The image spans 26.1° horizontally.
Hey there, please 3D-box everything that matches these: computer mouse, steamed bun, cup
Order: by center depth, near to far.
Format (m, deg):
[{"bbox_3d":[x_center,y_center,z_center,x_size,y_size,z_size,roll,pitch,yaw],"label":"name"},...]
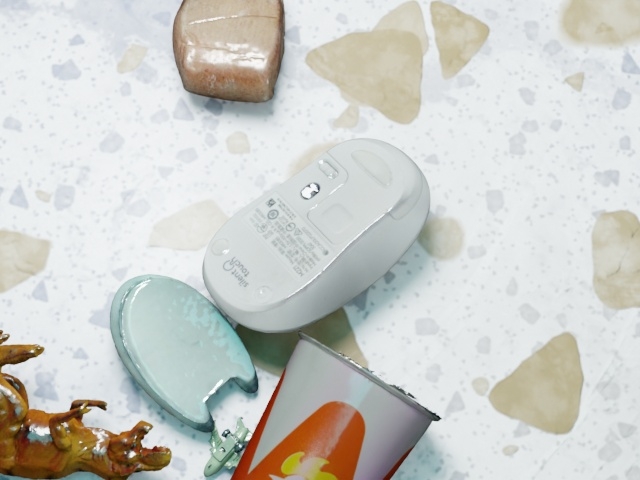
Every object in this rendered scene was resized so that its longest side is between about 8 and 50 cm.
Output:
[{"bbox_3d":[-0.015,0.276,1.603,0.203,0.203,0.288,32,85,6],"label":"cup"},{"bbox_3d":[0.000,0.000,1.691,0.297,0.121,0.184,-43,56,-9],"label":"computer mouse"},{"bbox_3d":[-0.116,-0.255,1.765,0.145,0.106,0.175,4,62,4],"label":"steamed bun"}]

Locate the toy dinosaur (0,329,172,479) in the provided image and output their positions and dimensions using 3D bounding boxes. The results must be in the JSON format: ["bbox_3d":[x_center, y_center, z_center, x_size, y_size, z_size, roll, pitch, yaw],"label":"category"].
[{"bbox_3d":[-0.393,0.214,1.646,0.432,0.097,0.208,-6,92,6],"label":"toy dinosaur"}]

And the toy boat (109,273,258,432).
[{"bbox_3d":[-0.174,0.132,1.689,0.134,0.079,0.207,-43,91,-16],"label":"toy boat"}]

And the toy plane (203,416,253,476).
[{"bbox_3d":[-0.113,0.254,1.674,0.080,0.033,0.083,40,79,19],"label":"toy plane"}]
